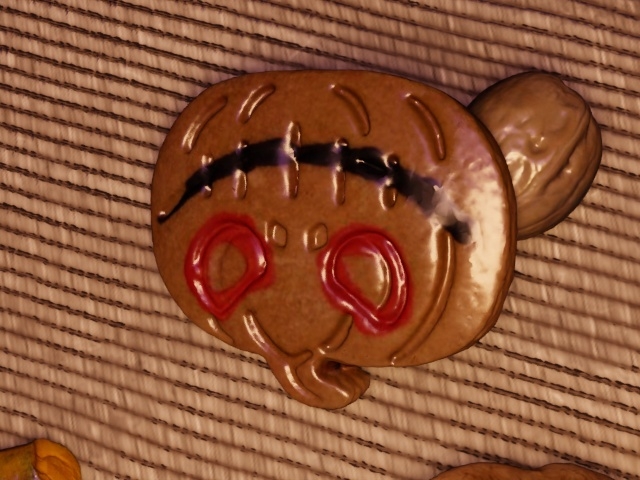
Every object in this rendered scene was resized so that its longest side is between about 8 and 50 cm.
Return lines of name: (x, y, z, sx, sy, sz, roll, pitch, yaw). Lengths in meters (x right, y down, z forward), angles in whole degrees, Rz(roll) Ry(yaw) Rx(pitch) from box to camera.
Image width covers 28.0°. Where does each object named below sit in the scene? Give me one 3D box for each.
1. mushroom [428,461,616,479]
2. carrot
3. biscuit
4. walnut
mushroom: (0.189, 0.314, 1.120, 0.278, 0.146, 0.278, 1, 77, -4)
carrot: (-0.322, 0.243, 1.231, 0.173, 0.082, 0.082, -22, 78, 3)
biscuit: (-0.001, 0.000, 1.186, 0.367, 0.063, 0.314, 4, 93, 26)
walnut: (0.187, -0.077, 1.198, 0.140, 0.140, 0.162, 32, 70, 11)
